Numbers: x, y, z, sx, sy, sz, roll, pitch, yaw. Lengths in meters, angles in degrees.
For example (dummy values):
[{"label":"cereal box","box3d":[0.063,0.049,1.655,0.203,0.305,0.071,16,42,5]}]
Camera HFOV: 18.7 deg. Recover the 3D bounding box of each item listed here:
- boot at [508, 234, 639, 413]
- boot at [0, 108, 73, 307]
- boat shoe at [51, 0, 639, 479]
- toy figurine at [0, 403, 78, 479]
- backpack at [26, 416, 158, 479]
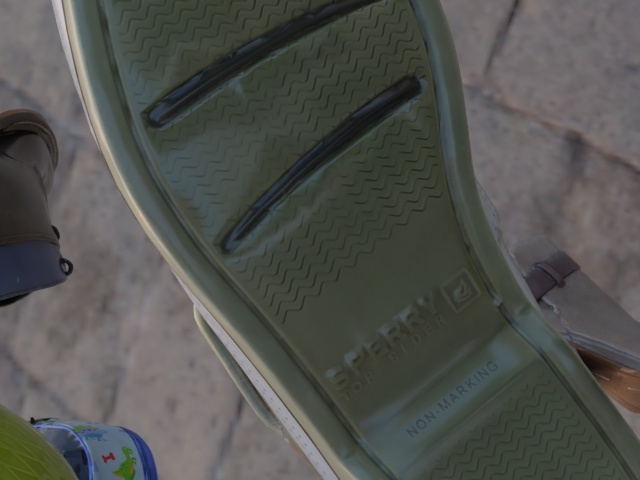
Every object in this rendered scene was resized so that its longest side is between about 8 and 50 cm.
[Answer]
[{"label":"boot","box3d":[0.116,0.034,0.841,0.087,0.118,0.042,59,145,29]},{"label":"boot","box3d":[-0.162,-0.007,0.918,0.082,0.219,0.106,-20,82,6]},{"label":"boat shoe","box3d":[0.000,0.000,0.600,0.302,0.113,0.103,63,165,-8]},{"label":"toy figurine","box3d":[-0.045,0.188,0.622,0.362,0.217,0.191,-97,11,-71]},{"label":"backpack","box3d":[-0.131,0.143,1.000,0.114,0.084,0.105,-14,72,43]}]
